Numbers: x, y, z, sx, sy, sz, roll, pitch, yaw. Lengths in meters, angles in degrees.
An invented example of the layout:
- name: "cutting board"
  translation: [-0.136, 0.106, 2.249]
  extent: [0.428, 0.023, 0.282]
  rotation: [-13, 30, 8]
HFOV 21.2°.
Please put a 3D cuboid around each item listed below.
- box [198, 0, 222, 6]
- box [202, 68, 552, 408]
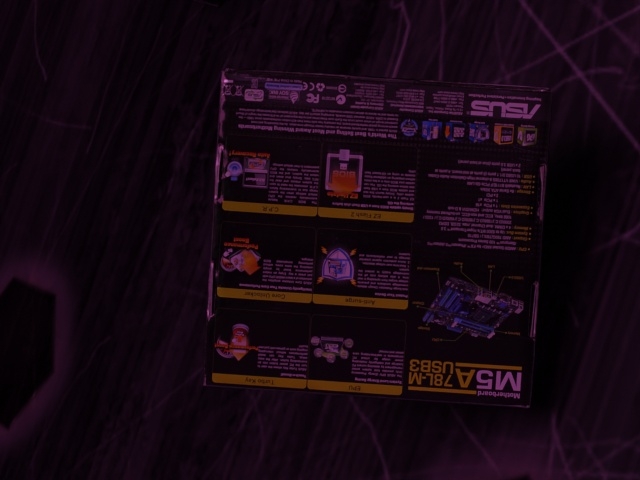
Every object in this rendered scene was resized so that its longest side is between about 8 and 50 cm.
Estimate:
- name: "box"
  translation: [-0.052, -0.336, 1.257]
  extent: [0.290, 0.087, 0.169]
  rotation: [-48, 47, 30]
- name: "box"
  translation: [0.032, -0.002, 0.978]
  extent: [0.045, 0.190, 0.184]
  rotation: [-73, -14, -84]
